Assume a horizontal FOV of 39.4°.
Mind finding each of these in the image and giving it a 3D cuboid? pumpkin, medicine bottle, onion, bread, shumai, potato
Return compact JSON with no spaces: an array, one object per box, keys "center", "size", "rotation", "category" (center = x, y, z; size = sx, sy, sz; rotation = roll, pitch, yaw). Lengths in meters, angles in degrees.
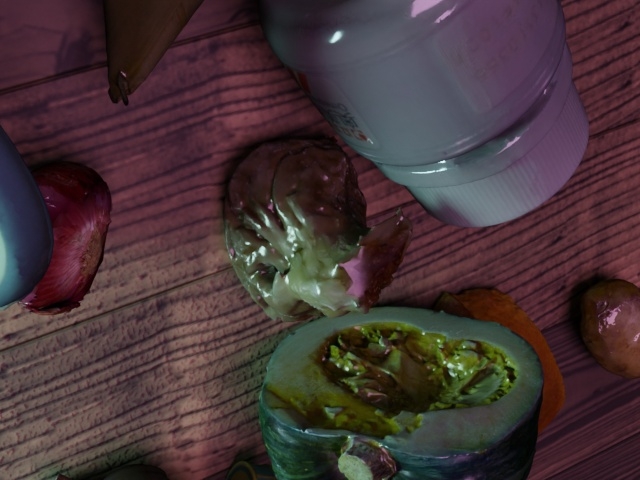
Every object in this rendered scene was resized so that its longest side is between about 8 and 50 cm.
[{"center":[0.086,0.222,0.980],"size":[0.263,0.293,0.197],"rotation":[-45,137,-53],"category":"pumpkin"},{"center":[0.112,-0.178,0.855],"size":[0.245,0.245,0.306],"rotation":[-46,130,-4],"category":"medicine bottle"},{"center":[-0.269,-0.008,0.823],"size":[0.140,0.150,0.150],"rotation":[15,105,8],"category":"onion"},{"center":[0.226,0.186,1.114],"size":[0.129,0.134,0.260],"rotation":[-25,118,-17],"category":"bread"},{"center":[0.000,0.000,0.910],"size":[0.166,0.175,0.206],"rotation":[-21,113,-17],"category":"shumai"},{"center":[0.404,0.119,1.205],"size":[0.107,0.080,0.170],"rotation":[-45,119,5],"category":"potato"}]

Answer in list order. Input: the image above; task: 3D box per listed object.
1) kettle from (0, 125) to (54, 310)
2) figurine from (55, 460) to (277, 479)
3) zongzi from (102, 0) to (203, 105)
[{"center":[-0.363,-0.054,0.653],"size":[0.319,0.247,0.342],"rotation":[5,137,15],"category":"kettle"},{"center":[-0.167,0.315,0.975],"size":[0.275,0.161,0.158],"rotation":[15,61,-32],"category":"figurine"},{"center":[-0.192,-0.383,0.678],"size":[0.447,0.181,0.418],"rotation":[36,92,-29],"category":"zongzi"}]
